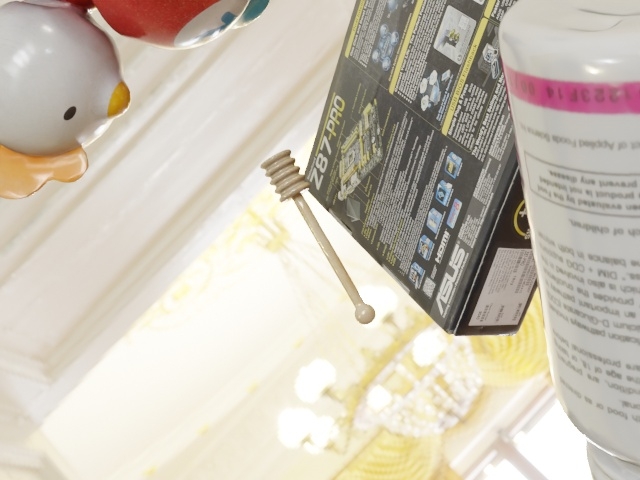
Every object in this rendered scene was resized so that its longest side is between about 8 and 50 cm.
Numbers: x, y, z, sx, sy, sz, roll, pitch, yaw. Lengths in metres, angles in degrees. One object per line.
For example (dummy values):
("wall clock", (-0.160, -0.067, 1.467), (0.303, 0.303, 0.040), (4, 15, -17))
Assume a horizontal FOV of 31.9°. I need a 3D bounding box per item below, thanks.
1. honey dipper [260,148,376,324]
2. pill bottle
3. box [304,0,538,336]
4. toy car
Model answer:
("honey dipper", (0.000, 0.000, 0.935), (0.030, 0.161, 0.030), (-28, -4, -2))
("pill bottle", (0.186, 0.012, 0.549), (0.160, 0.160, 0.283), (-31, -62, -35))
("box", (0.133, -0.155, 1.063), (0.097, 0.318, 0.395), (1, -63, -34))
("toy car", (-0.165, -0.137, 0.786), (0.219, 0.210, 0.238), (-3, -70, -77))
